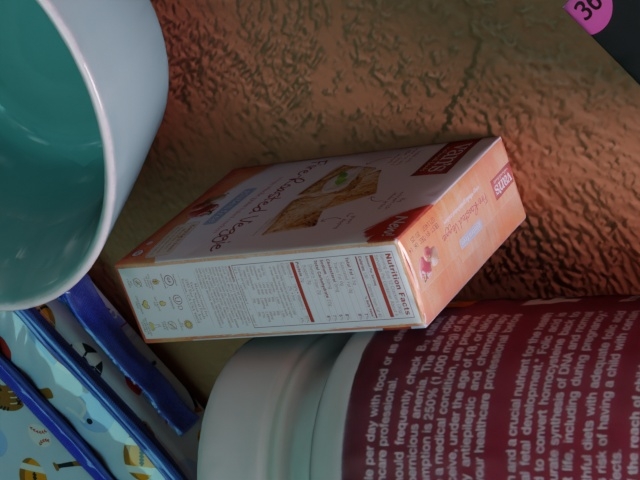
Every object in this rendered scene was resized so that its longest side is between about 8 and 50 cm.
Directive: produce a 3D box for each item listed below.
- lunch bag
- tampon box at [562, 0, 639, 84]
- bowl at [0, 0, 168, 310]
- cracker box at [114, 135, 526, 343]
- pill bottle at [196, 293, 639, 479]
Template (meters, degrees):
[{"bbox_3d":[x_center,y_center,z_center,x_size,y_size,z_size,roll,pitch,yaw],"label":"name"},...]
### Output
[{"bbox_3d":[-0.224,0.143,1.478,0.303,0.115,0.243,48,130,-3],"label":"lunch bag"},{"bbox_3d":[0.243,-0.128,1.005,0.161,0.101,0.120,45,132,2],"label":"tampon box"},{"bbox_3d":[-0.231,-0.124,1.278,0.311,0.163,0.311,17,127,24],"label":"bowl"},{"bbox_3d":[0.000,0.000,1.210,0.232,0.156,0.067,-5,114,34],"label":"cracker box"},{"bbox_3d":[0.134,0.147,1.138,0.392,0.224,0.224,-3,116,31],"label":"pill bottle"}]
